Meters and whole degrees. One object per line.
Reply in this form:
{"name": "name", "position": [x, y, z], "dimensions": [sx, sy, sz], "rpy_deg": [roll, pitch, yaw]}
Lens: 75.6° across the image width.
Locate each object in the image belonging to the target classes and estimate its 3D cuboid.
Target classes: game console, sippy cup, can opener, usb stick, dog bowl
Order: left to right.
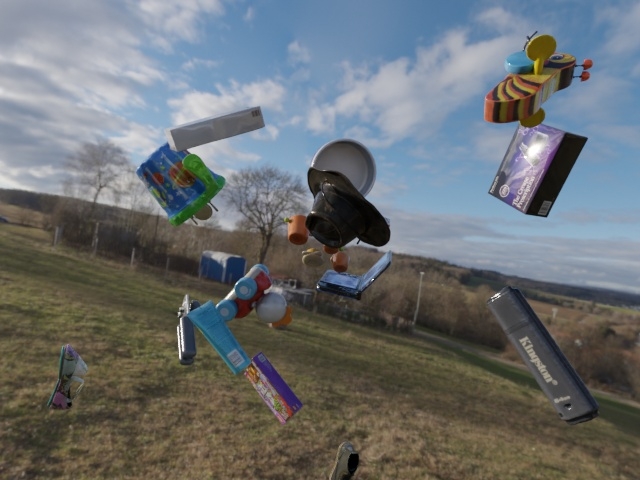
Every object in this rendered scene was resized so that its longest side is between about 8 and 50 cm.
{"name": "sippy cup", "position": [-0.478, -0.204, 1.378], "dimensions": [0.306, 0.224, 0.240], "rpy_deg": [-33, 21, 20]}
{"name": "can opener", "position": [-0.439, 0.299, 1.415], "dimensions": [0.095, 0.075, 0.283], "rpy_deg": [11, 31, -29]}
{"name": "dog bowl", "position": [0.087, -0.279, 1.681], "dimensions": [0.265, 0.264, 0.104], "rpy_deg": [8, 9, -11]}
{"name": "game console", "position": [0.140, 0.113, 1.641], "dimensions": [0.251, 0.173, 0.293], "rpy_deg": [13, 9, 8]}
{"name": "usb stick", "position": [0.436, 0.222, 0.823], "dimensions": [0.045, 0.277, 0.077], "rpy_deg": [-1, -34, -47]}

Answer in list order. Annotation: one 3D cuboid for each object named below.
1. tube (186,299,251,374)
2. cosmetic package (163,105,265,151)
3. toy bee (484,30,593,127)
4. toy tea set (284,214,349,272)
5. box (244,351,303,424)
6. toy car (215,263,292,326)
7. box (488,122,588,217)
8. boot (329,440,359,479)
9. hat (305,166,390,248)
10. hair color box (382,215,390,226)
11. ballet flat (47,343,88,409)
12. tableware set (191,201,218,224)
{"name": "tube", "position": [-0.266, 0.260, 1.102], "dimensions": [0.080, 0.207, 0.052], "rpy_deg": [-30, -10, -49]}
{"name": "cosmetic package", "position": [-0.275, -0.293, 1.078], "dimensions": [0.239, 0.060, 0.099], "rpy_deg": [-23, 26, -21]}
{"name": "toy bee", "position": [0.475, -0.356, 0.874], "dimensions": [0.162, 0.298, 0.195], "rpy_deg": [18, -13, 33]}
{"name": "toy tea set", "position": [0.000, 0.000, 1.642], "dimensions": [0.200, 0.124, 0.336], "rpy_deg": [-10, -43, 18]}
{"name": "box", "position": [-0.213, 0.655, 1.818], "dimensions": [0.057, 0.293, 0.200], "rpy_deg": [-30, -21, -36]}
{"name": "toy car", "position": [-0.215, 0.237, 1.485], "dimensions": [0.238, 0.210, 0.219], "rpy_deg": [42, 11, -2]}
{"name": "box", "position": [0.674, -0.230, 1.303], "dimensions": [0.103, 0.260, 0.184], "rpy_deg": [6, 25, -21]}
{"name": "boot", "position": [0.079, 0.773, 1.344], "dimensions": [0.077, 0.197, 0.137], "rpy_deg": [7, -15, -9]}
{"name": "hat", "position": [0.037, -0.059, 1.182], "dimensions": [0.331, 0.134, 0.331], "rpy_deg": [41, -14, 12]}
{"name": "hair color box", "position": [0.308, -0.114, 2.335], "dimensions": [0.168, 0.053, 0.093], "rpy_deg": [21, 27, -2]}
{"name": "ballet flat", "position": [-0.722, 0.395, 1.190], "dimensions": [0.079, 0.221, 0.077], "rpy_deg": [16, 16, -24]}
{"name": "tableware set", "position": [-0.556, -0.173, 1.821], "dimensions": [0.128, 0.194, 0.039], "rpy_deg": [-32, 29, 7]}
